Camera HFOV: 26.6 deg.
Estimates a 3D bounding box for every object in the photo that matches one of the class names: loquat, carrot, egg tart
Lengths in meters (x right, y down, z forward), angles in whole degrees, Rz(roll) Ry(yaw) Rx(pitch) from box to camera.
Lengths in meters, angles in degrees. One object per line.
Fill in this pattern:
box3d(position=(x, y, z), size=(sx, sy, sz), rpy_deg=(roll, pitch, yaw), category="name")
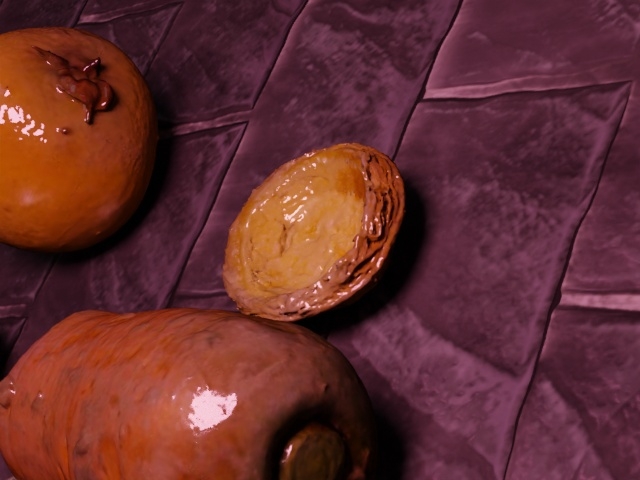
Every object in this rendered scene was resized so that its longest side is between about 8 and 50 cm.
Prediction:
box3d(position=(-0.314, -0.119, 1.568), size=(0.275, 0.275, 0.275), rpy_deg=(-25, 42, 26), category="loquat")
box3d(position=(-0.116, 0.162, 1.158), size=(0.341, 0.224, 0.224), rpy_deg=(7, 62, 48), category="carrot")
box3d(position=(0.001, 0.001, 1.298), size=(0.213, 0.090, 0.212), rpy_deg=(-27, 39, 24), category="egg tart")

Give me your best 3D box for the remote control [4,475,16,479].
box3d(position=(-0.296, 0.278, 1.379), size=(0.233, 0.038, 0.098), rpy_deg=(-27, 41, 25), category="remote control")
